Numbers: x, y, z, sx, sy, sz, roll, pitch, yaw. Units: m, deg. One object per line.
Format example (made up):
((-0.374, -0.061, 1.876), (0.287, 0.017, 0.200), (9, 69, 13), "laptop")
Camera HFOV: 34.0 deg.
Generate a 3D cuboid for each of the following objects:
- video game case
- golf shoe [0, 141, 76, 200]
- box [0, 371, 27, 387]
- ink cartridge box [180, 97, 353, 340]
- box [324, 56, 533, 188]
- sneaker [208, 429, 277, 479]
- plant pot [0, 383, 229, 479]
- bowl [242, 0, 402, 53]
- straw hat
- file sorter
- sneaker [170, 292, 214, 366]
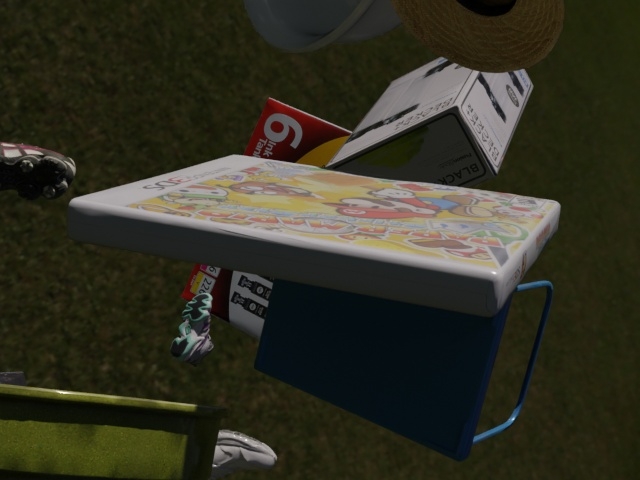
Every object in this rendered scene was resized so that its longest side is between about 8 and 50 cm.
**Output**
((0.009, -0.013, 0.596), (0.206, 0.227, 0.026), (-30, 127, -67), "video game case")
((-0.594, -0.138, 1.960), (0.120, 0.273, 0.105), (-79, -179, -71), "golf shoe")
((-0.557, 0.366, 1.739), (0.165, 0.143, 0.270), (41, 33, -80), "box")
((0.000, 0.000, 1.454), (0.309, 0.272, 0.130), (-66, 158, 3), "ink cartridge box")
((0.133, -0.133, 1.194), (0.087, 0.169, 0.290), (59, 30, -15), "box")
((-0.188, 0.358, 1.684), (0.090, 0.232, 0.115), (98, 0, -81), "sneaker")
((-0.291, 0.317, 1.003), (0.366, 0.367, 0.352), (22, 72, -59), "plant pot")
((0.051, -0.309, 0.973), (0.134, 0.298, 0.297), (6, 60, -33), "bowl")
((0.111, -0.189, 0.711), (0.144, 0.144, 0.061), (54, 54, -28), "straw hat")
((0.061, 0.058, 0.736), (0.104, 0.170, 0.118), (-4, 110, -56), "file sorter")
((-0.162, 0.124, 1.427), (0.069, 0.038, 0.098), (40, 72, -54), "sneaker")
